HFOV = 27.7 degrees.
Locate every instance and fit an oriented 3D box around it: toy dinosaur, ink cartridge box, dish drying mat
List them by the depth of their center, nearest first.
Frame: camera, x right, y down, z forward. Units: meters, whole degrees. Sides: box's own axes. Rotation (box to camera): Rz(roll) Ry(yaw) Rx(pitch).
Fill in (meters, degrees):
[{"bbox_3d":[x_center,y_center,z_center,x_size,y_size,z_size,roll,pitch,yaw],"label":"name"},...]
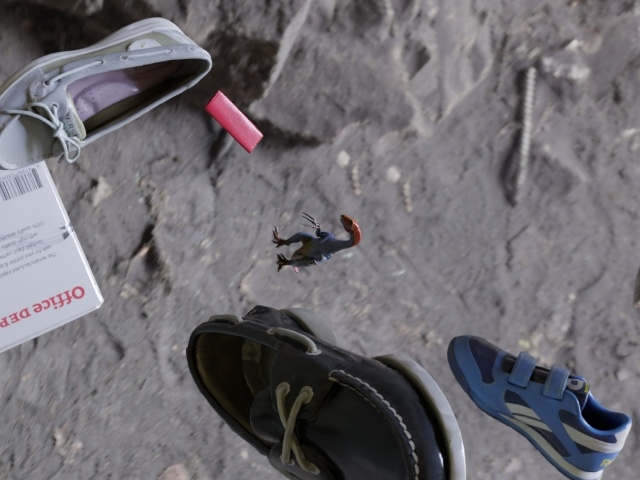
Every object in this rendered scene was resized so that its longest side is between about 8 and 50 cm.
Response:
[{"bbox_3d":[0.000,0.000,1.106,0.082,0.090,0.047,-6,84,17],"label":"toy dinosaur"},{"bbox_3d":[-0.107,-0.147,1.607,0.083,0.008,0.032,45,65,-26],"label":"dish drying mat"},{"bbox_3d":[-0.458,0.003,1.776,0.211,0.121,0.289,-24,94,-34],"label":"ink cartridge box"}]

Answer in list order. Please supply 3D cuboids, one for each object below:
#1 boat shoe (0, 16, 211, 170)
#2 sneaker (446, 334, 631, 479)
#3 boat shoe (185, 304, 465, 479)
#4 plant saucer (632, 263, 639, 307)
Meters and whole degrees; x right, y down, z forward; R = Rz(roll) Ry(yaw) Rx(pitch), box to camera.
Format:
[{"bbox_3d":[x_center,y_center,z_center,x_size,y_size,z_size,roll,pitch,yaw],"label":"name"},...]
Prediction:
[{"bbox_3d":[-0.292,-0.182,1.662,0.320,0.118,0.103,-30,43,-24],"label":"boat shoe"},{"bbox_3d":[0.155,0.107,0.915,0.144,0.059,0.053,36,35,0],"label":"sneaker"},{"bbox_3d":[-0.007,0.118,0.883,0.091,0.302,0.114,-1,98,-25],"label":"boat shoe"},{"bbox_3d":[0.477,-0.017,1.444,0.310,0.310,0.050,-21,75,-23],"label":"plant saucer"}]
